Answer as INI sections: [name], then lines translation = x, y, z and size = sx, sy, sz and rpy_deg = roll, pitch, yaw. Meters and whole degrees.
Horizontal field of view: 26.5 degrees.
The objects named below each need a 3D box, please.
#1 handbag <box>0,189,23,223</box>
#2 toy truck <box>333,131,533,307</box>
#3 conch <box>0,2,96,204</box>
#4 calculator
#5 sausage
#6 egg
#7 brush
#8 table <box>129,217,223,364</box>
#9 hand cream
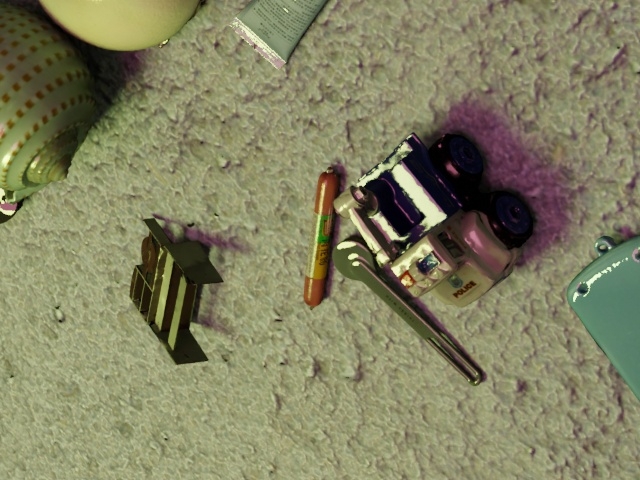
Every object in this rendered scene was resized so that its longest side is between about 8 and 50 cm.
[handbag]
translation = -0.590, -0.166, 2.120
size = 0.191, 0.075, 0.332
rpy_deg = -21, 98, 37
[toy truck]
translation = 0.135, -0.015, 1.662
size = 0.213, 0.177, 0.161
rpy_deg = 51, 127, 3
[conch]
translation = -0.421, -0.214, 1.892
size = 0.215, 0.303, 0.319
rpy_deg = -15, 76, -2
[calculator]
translation = 0.417, 0.117, 1.621
size = 0.173, 0.051, 0.293
rpy_deg = -37, 89, 39
[sausage]
translation = 0.000, 0.000, 1.847
size = 0.029, 0.029, 0.223
rpy_deg = 21, 122, 23
[egg]
translation = -0.300, -0.370, 1.779
size = 0.286, 0.174, 0.264
rpy_deg = 20, 117, 28
[brush]
translation = 0.119, 0.096, 1.823
size = 0.266, 0.027, 0.062
rpy_deg = 45, 128, 2
[table]
translation = -0.212, 0.071, 1.990
size = 0.175, 0.062, 0.146
rpy_deg = 51, 137, 45
[hand cream]
translation = -0.017, -0.327, 1.694
size = 0.091, 0.058, 0.271
rpy_deg = 40, 132, -4
